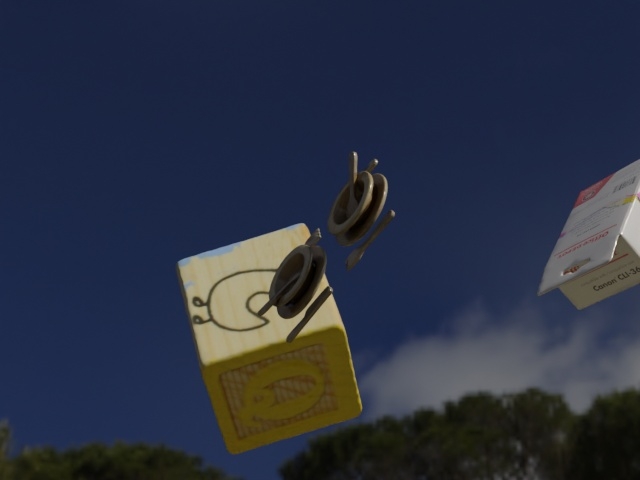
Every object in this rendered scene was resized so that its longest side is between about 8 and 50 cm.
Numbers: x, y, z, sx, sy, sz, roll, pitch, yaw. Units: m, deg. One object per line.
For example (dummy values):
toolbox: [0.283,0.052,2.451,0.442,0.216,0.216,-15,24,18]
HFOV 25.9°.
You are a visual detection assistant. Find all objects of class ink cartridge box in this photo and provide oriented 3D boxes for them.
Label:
ink cartridge box: [0.325,0.002,1.558,0.067,0.198,0.115,46,-45,-13]

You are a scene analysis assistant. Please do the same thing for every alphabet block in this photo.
alphabet block: [-0.069,0.129,1.827,0.192,0.197,0.193,-18,-45,-3]

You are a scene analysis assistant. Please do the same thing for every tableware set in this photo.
tableware set: [0.000,0.000,1.482,0.039,0.128,0.194,30,-67,-23]
